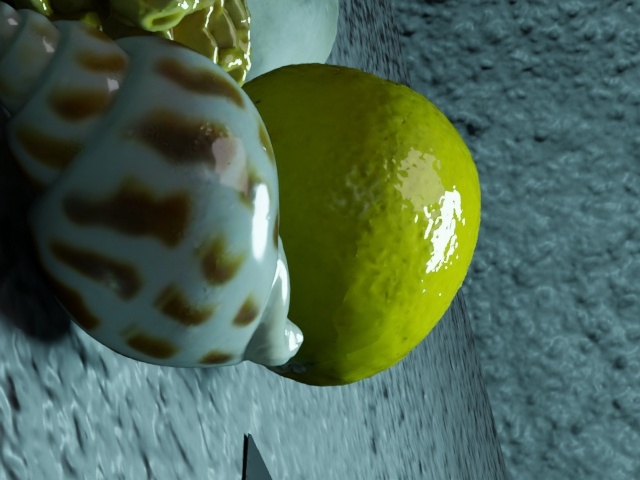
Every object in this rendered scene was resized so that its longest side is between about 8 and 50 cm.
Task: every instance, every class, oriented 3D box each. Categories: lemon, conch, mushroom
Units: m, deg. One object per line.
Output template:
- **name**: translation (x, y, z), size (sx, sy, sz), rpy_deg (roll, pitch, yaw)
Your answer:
- **lemon**: translation (0.000, 0.000, 1.395), size (0.240, 0.240, 0.219), rpy_deg (59, 43, -55)
- **conch**: translation (-0.110, -0.030, 1.079), size (0.149, 0.183, 0.275), rpy_deg (-29, 105, -37)
- **mushroom**: translation (-0.092, -0.244, 1.538), size (0.397, 0.126, 0.177), rpy_deg (48, 51, -63)

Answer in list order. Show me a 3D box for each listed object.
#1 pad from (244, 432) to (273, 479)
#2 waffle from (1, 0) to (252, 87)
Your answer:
- **pad**: translation (-0.034, 0.284, 1.401), size (0.243, 0.004, 0.163), rpy_deg (-88, 160, -56)
- **waffle**: translation (-0.137, -0.247, 1.205), size (0.261, 0.151, 0.324), rpy_deg (56, 28, -73)
